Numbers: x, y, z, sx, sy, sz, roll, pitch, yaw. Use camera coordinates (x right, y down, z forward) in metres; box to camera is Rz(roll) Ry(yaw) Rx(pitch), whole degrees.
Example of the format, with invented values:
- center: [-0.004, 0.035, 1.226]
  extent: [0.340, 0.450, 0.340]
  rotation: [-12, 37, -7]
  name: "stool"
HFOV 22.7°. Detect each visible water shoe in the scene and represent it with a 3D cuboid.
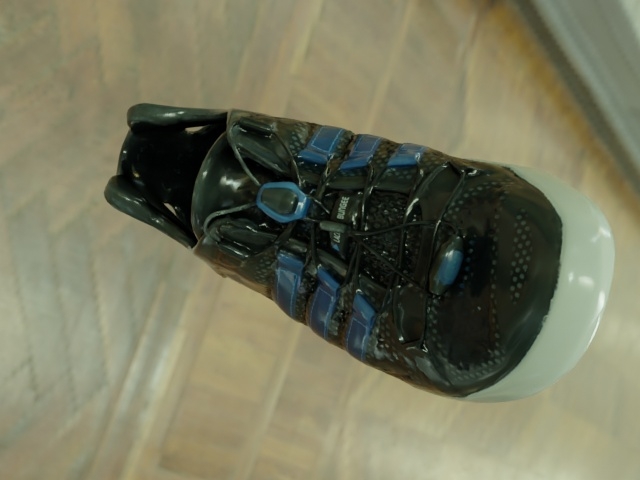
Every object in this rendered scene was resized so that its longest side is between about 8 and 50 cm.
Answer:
- center: [0.000, 0.000, 0.489]
  extent: [0.080, 0.203, 0.073]
  rotation: [14, 91, -35]
  name: "water shoe"
